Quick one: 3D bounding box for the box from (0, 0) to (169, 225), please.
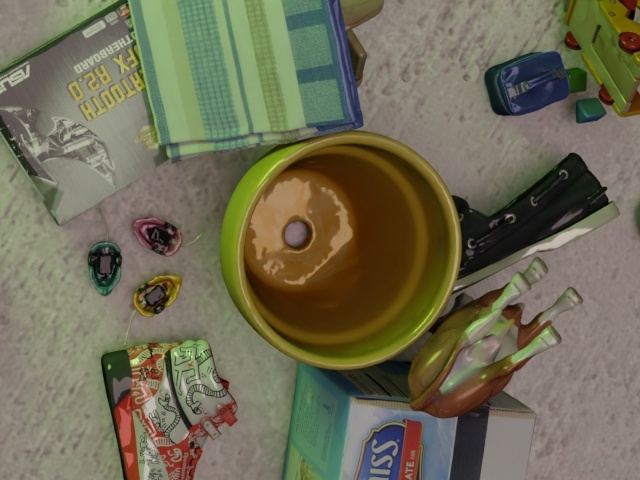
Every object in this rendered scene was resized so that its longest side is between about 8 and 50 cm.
[{"bbox_3d":[-0.247,-0.153,1.505,0.231,0.056,0.183,-32,104,-10],"label":"box"}]

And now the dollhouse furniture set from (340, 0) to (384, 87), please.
[{"bbox_3d":[0.000,-0.299,1.485,0.161,0.212,0.242,-29,79,-11],"label":"dollhouse furniture set"}]

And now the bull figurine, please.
[{"bbox_3d":[0.183,0.106,1.467,0.188,0.310,0.101,-41,91,20],"label":"bull figurine"}]

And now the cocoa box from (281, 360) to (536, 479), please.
[{"bbox_3d":[0.082,0.328,1.564,0.227,0.231,0.347,7,96,-16],"label":"cocoa box"}]

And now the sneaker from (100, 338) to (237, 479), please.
[{"bbox_3d":[-0.162,0.248,1.560,0.145,0.090,0.270,-11,97,-12],"label":"sneaker"}]

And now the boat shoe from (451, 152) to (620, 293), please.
[{"bbox_3d":[0.193,-0.011,1.618,0.340,0.127,0.113,-24,89,-5],"label":"boat shoe"}]

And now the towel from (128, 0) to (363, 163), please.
[{"bbox_3d":[-0.084,-0.198,1.393,0.034,0.285,0.209,-22,103,-48],"label":"towel"}]

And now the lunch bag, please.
[{"bbox_3d":[0.260,-0.194,1.643,0.098,0.065,0.067,-22,102,-12],"label":"lunch bag"}]

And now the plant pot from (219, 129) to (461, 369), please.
[{"bbox_3d":[0.000,0.000,1.500,0.254,0.239,0.254,-2,96,-16],"label":"plant pot"}]

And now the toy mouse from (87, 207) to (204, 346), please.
[{"bbox_3d":[-0.217,0.016,1.547,0.161,0.031,0.143,-42,106,-8],"label":"toy mouse"}]

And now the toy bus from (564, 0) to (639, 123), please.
[{"bbox_3d":[0.371,-0.246,1.604,0.104,0.191,0.202,-10,99,-17],"label":"toy bus"}]
